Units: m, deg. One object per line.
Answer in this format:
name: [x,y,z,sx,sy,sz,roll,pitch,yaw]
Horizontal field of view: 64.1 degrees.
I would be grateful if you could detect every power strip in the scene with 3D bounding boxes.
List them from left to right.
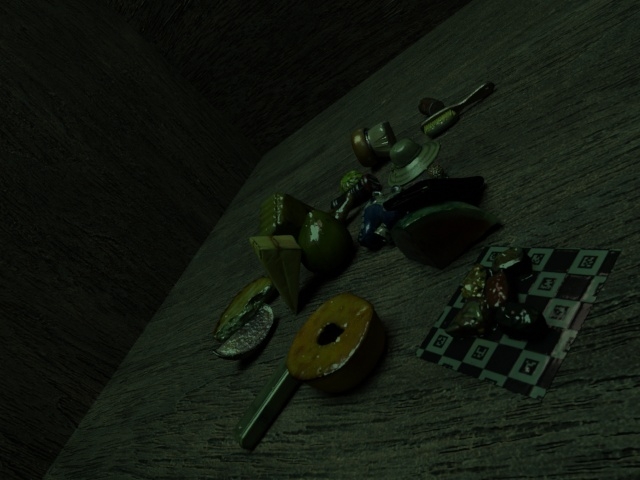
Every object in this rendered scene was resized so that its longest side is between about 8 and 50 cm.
power strip: [-0.113,0.420,1.480,0.387,0.066,0.092,-54,20,-13]

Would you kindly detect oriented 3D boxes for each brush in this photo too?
brush: [0.247,-0.431,2.233,0.166,0.174,0.266,-21,11,21]
brush: [0.523,-0.488,1.939,0.313,0.072,0.067,-32,48,27]

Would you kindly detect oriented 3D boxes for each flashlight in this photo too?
flashlight: [0.138,-0.182,2.080,0.232,0.093,0.093,-35,23,42]

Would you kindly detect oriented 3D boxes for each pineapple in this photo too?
pineapple: [0.388,-0.205,1.669,0.058,0.058,0.124,-40,22,17]

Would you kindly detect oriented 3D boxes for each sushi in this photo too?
sushi: [0.377,0.124,1.071,0.343,0.064,0.359,-53,22,-16]

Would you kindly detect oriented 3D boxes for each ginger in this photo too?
ginger: [0.020,-0.055,2.079,0.333,0.080,0.166,-29,45,37]

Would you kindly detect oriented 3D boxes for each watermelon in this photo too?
watermelon: [0.319,-0.027,1.366,0.260,0.176,0.256,-43,-18,13]

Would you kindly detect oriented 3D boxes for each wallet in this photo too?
wallet: [0.315,-0.124,1.414,0.172,0.045,0.318,-31,-15,40]

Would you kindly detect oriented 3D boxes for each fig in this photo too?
fig: [0.000,0.000,1.813,0.203,0.225,0.203,-28,4,2]

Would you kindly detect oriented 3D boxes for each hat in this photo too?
hat: [0.323,-0.326,1.942,0.252,0.110,0.252,-39,21,18]

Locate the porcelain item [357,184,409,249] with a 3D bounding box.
porcelain item: [0.217,-0.065,1.637,0.186,0.138,0.288,-63,23,-12]

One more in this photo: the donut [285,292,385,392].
donut: [0.048,0.277,1.351,0.303,0.110,0.303,-37,23,19]

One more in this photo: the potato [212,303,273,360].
potato: [-0.249,0.365,1.844,0.120,0.100,0.261,33,59,31]

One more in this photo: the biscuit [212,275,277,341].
biscuit: [-0.292,0.265,2.097,0.335,0.078,0.329,-30,23,37]

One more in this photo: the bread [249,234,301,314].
bread: [-0.165,0.122,1.802,0.168,0.163,0.263,-142,54,-68]

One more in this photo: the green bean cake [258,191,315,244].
green bean cake: [-0.114,-0.053,1.977,0.124,0.236,0.232,-34,43,37]

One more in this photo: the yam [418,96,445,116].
yam: [0.466,-0.558,2.146,0.079,0.079,0.141,-44,22,6]

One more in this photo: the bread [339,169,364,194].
bread: [0.136,-0.255,2.230,0.130,0.071,0.139,-41,21,26]
